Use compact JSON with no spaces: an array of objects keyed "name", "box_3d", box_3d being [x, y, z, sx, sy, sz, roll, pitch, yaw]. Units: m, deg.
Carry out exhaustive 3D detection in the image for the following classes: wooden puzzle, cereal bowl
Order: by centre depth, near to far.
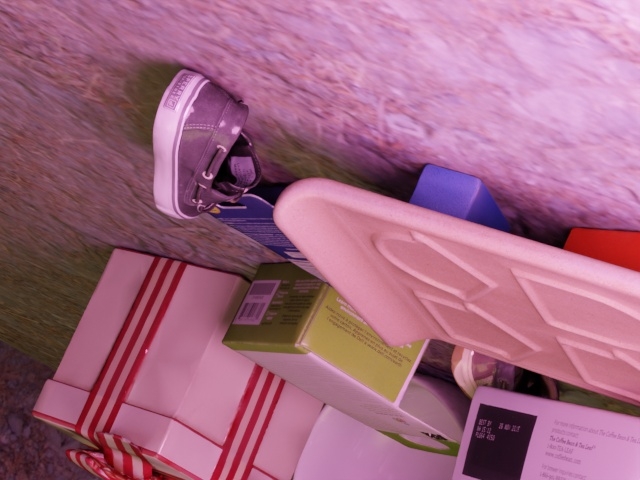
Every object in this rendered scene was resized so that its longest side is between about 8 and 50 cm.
[{"name":"wooden puzzle","box_3d":[0.175,0.039,1.362,0.347,0.081,0.322,13,163,25]},{"name":"cereal bowl","box_3d":[0.117,0.318,2.036,0.141,0.339,0.339,8,180,-39]}]

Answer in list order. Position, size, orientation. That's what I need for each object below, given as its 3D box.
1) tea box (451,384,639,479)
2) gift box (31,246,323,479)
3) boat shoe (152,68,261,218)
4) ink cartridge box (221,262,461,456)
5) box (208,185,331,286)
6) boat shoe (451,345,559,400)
[{"name":"tea box","box_3d":[0.315,0.276,1.539,0.323,0.220,0.329,15,176,-20]},{"name":"gift box","box_3d":[-0.147,0.178,2.049,0.276,0.258,0.255,11,162,48]},{"name":"boat shoe","box_3d":[-0.082,-0.064,1.412,0.076,0.080,0.228,24,159,6]},{"name":"ink cartridge box","box_3d":[0.054,0.125,1.820,0.255,0.097,0.189,32,165,-22]},{"name":"box","box_3d":[0.000,0.000,1.582,0.225,0.037,0.136,30,165,-29]},{"name":"boat shoe","box_3d":[0.194,0.150,1.731,0.073,0.080,0.223,21,163,34]}]
